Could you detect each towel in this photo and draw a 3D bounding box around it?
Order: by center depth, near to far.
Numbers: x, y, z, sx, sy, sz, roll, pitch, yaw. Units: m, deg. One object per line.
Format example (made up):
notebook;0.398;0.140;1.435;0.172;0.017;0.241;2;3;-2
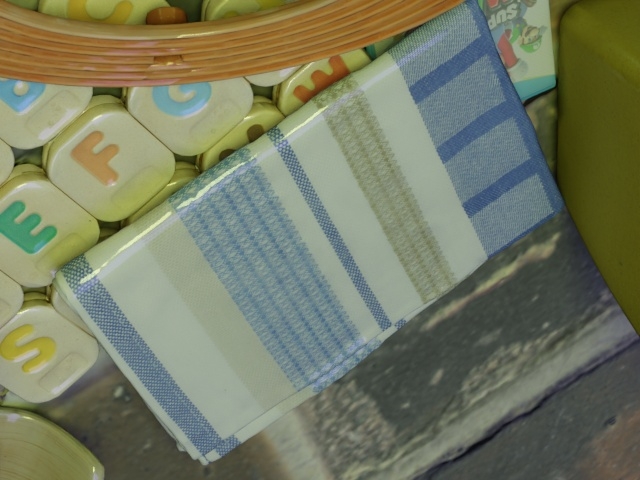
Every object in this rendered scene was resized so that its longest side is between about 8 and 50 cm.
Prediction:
towel;0.000;0.000;1.080;0.285;0.034;0.209;-35;140;-3

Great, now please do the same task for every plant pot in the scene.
plant pot;0.252;-0.062;1.108;0.212;0.187;0.212;-25;135;-21

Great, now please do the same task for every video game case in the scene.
video game case;0.077;-0.134;1.071;0.119;0.015;0.166;-25;134;-14

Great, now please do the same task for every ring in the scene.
ring;-0.060;-0.149;0.817;0.336;0.032;0.336;-6;161;-2

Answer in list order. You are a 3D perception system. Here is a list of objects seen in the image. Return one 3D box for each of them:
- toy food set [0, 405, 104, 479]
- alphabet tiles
toy food set;-0.294;0.206;1.053;0.306;0.092;0.220;4;122;-34
alphabet tiles;-0.096;-0.026;1.035;0.284;0.021;0.278;-40;134;7
